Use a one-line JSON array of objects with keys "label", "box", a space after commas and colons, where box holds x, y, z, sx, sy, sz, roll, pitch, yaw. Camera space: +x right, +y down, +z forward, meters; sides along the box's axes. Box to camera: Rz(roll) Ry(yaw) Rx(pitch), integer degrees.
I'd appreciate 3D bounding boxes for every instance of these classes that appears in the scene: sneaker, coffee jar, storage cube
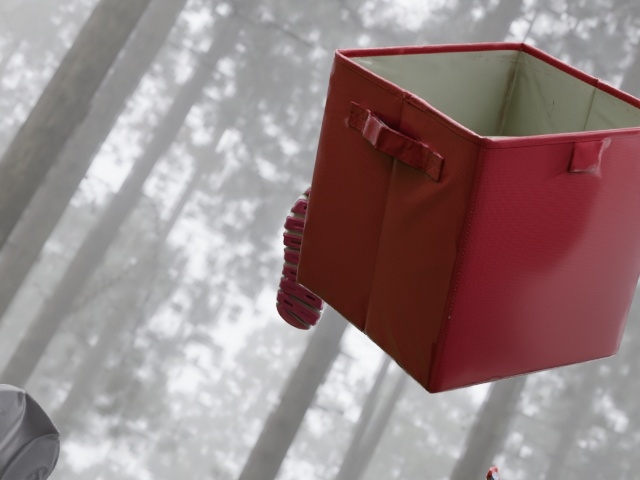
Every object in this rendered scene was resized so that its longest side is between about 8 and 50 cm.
[{"label": "sneaker", "box": [0.000, 0.000, 1.380, 0.063, 0.075, 0.170, 19, -56, 8]}, {"label": "coffee jar", "box": [-0.261, 0.161, 0.992, 0.184, 0.096, 0.079, -24, -71, 41]}, {"label": "storage cube", "box": [0.119, -0.025, 1.069, 0.215, 0.193, 0.183, -7, 29, -34]}]

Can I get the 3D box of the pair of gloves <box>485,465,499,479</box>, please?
[{"label": "pair of gloves", "box": [0.210, 0.299, 1.403, 0.159, 0.023, 0.198, 56, -4, 23]}]
